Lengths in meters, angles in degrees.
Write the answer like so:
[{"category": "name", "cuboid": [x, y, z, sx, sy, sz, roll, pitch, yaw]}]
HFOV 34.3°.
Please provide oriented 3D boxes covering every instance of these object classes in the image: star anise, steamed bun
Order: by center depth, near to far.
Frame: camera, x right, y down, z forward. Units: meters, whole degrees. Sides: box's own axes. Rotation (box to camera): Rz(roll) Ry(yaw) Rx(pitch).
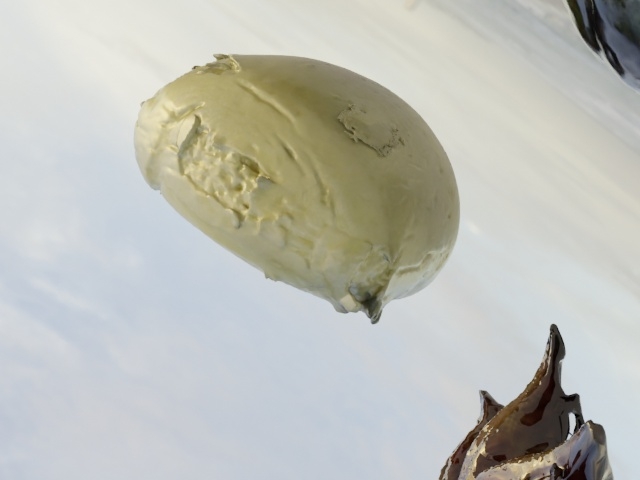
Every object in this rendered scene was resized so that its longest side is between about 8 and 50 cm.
[{"category": "star anise", "cuboid": [0.093, 0.179, 0.533, 0.102, 0.272, 0.272, 29, -165, -2]}, {"category": "steamed bun", "cuboid": [-0.007, -0.062, 0.849, 0.273, 0.166, 0.232, 35, -169, 26]}]

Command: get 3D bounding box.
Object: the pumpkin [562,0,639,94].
[{"category": "pumpkin", "cuboid": [0.203, -0.132, 0.406, 0.238, 0.237, 0.159, -120, 16, -56]}]
